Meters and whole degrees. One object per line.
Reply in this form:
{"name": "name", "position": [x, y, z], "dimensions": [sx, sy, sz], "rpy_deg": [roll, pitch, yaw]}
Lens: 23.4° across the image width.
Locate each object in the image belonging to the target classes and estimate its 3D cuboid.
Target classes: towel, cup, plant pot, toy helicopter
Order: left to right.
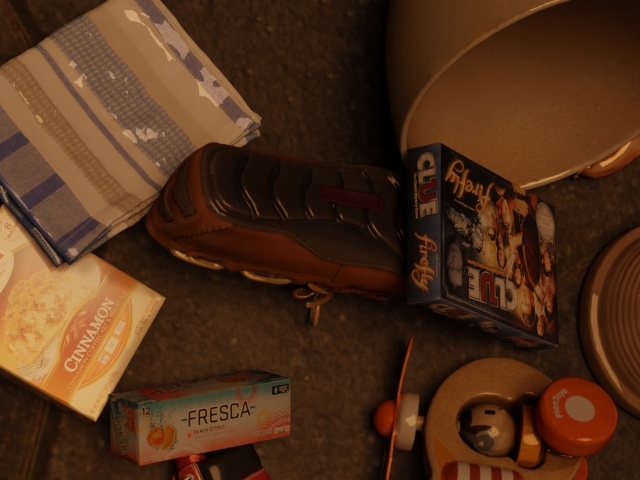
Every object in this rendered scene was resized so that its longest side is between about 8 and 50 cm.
{"name": "towel", "position": [-0.215, -0.122, 1.546], "dimensions": [0.285, 0.034, 0.209], "rpy_deg": [-39, 88, -33]}
{"name": "toy helicopter", "position": [0.127, 0.246, 1.576], "dimensions": [0.235, 0.140, 0.355], "rpy_deg": [32, 53, 15]}
{"name": "cup", "position": [0.201, -0.236, 1.628], "dimensions": [0.331, 0.331, 0.237], "rpy_deg": [-9, 58, -20]}
{"name": "plant pot", "position": [0.418, 0.089, 1.731], "dimensions": [0.237, 0.110, 0.237], "rpy_deg": [3, 81, -20]}

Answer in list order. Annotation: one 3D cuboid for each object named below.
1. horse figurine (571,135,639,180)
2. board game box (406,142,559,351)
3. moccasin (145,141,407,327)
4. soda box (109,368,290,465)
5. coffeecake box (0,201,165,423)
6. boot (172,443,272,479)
{"name": "horse figurine", "position": [0.402, -0.169, 1.792], "dimensions": [0.263, 0.066, 0.174], "rpy_deg": [-6, 77, -18]}
{"name": "board game box", "position": [0.173, 0.012, 1.615], "dimensions": [0.243, 0.042, 0.165], "rpy_deg": [22, 63, -50]}
{"name": "moccasin", "position": [0.001, 0.003, 1.586], "dimensions": [0.380, 0.147, 0.139], "rpy_deg": [6, 62, -37]}
{"name": "soda box", "position": [-0.118, 0.172, 1.523], "dimensions": [0.183, 0.058, 0.063], "rpy_deg": [-6, 100, -38]}
{"name": "coffeecake box", "position": [-0.270, 0.072, 1.514], "dimensions": [0.185, 0.068, 0.142], "rpy_deg": [32, 73, -11]}
{"name": "boot", "position": [-0.130, 0.311, 1.517], "dimensions": [0.244, 0.088, 0.176], "rpy_deg": [-38, 94, -29]}
